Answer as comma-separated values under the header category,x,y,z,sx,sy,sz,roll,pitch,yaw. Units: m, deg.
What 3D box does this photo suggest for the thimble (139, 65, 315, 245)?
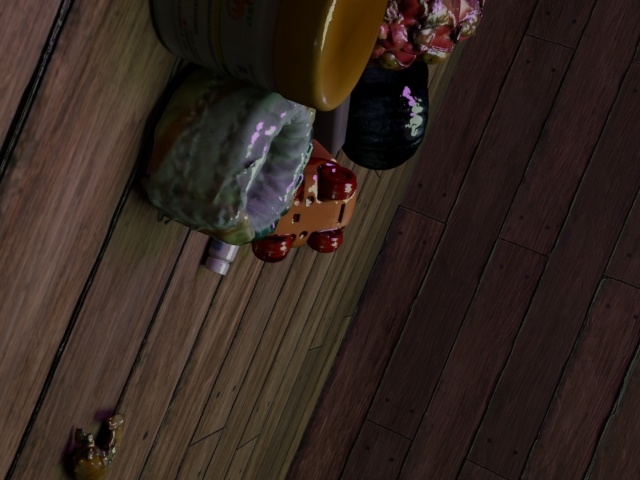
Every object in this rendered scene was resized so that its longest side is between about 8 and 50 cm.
category,x,y,z,sx,sy,sz,roll,pitch,yaw
thimble,-0.129,-0.124,1.030,0.288,0.167,0.254,-55,161,-47

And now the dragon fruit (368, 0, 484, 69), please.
category,x,y,z,sx,sy,sz,roll,pitch,yaw
dragon fruit,0.113,-0.450,1.275,0.263,0.296,0.314,-40,117,-29

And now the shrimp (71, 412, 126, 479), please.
category,x,y,z,sx,sy,sz,roll,pitch,yaw
shrimp,-0.366,0.340,1.139,0.187,0.051,0.132,105,1,-60

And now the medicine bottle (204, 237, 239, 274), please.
category,x,y,z,sx,sy,sz,roll,pitch,yaw
medicine bottle,-0.182,0.016,1.300,0.052,0.052,0.089,19,93,-77

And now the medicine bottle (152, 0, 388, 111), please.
category,x,y,z,sx,sy,sz,roll,pitch,yaw
medicine bottle,-0.054,-0.310,0.876,0.238,0.232,0.238,22,90,-76

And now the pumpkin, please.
category,x,y,z,sx,sy,sz,roll,pitch,yaw
pumpkin,0.125,-0.314,1.598,0.315,0.238,0.315,-2,90,-87

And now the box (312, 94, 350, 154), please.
category,x,y,z,sx,sy,sz,roll,pitch,yaw
box,0.008,-0.291,1.439,0.055,0.103,0.244,-52,161,-33

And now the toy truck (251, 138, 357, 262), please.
category,x,y,z,sx,sy,sz,roll,pitch,yaw
toy truck,-0.057,-0.100,1.399,0.265,0.239,0.189,-7,130,-27
